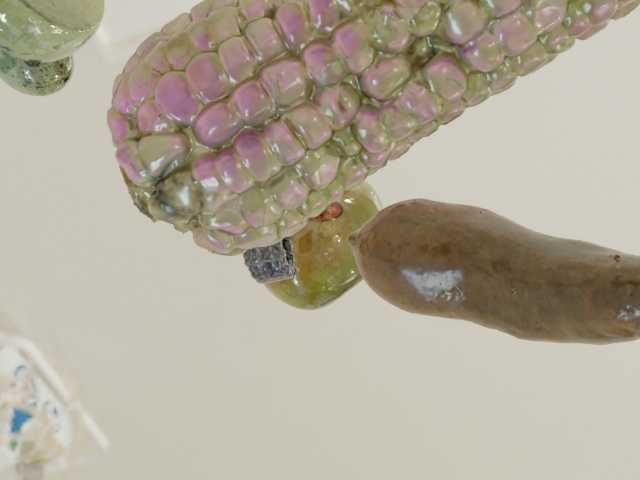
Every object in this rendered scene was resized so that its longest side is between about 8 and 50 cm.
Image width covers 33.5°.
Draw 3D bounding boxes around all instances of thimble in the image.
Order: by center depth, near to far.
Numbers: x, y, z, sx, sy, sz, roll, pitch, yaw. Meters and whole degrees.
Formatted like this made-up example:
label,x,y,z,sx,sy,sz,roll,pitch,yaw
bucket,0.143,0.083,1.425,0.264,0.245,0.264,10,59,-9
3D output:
label,x,y,z,sx,sy,sz,roll,pitch,yaw
thimble,-0.077,0.012,1.602,0.104,0.066,0.095,-93,166,-48

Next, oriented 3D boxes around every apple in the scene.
label,x,y,z,sx,sy,sz,roll,pitch,yaw
apple,0.000,0.000,1.883,0.194,0.261,0.261,52,16,-8

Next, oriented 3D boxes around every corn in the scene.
label,x,y,z,sx,sy,sz,roll,pitch,yaw
corn,0.046,-0.112,0.513,0.126,0.335,0.126,54,13,-19

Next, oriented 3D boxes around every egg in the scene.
label,x,y,z,sx,sy,sz,roll,pitch,yaw
egg,-0.349,-0.218,1.280,0.085,0.110,0.085,15,90,-70

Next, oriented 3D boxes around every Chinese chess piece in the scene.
label,x,y,z,sx,sy,sz,roll,pitch,yaw
Chinese chess piece,-0.253,-0.223,0.915,0.144,0.058,0.144,41,33,-35

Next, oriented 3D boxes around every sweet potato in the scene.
label,x,y,z,sx,sy,sz,roll,pitch,yaw
sweet potato,0.153,0.027,0.795,0.097,0.292,0.097,-20,115,-52
